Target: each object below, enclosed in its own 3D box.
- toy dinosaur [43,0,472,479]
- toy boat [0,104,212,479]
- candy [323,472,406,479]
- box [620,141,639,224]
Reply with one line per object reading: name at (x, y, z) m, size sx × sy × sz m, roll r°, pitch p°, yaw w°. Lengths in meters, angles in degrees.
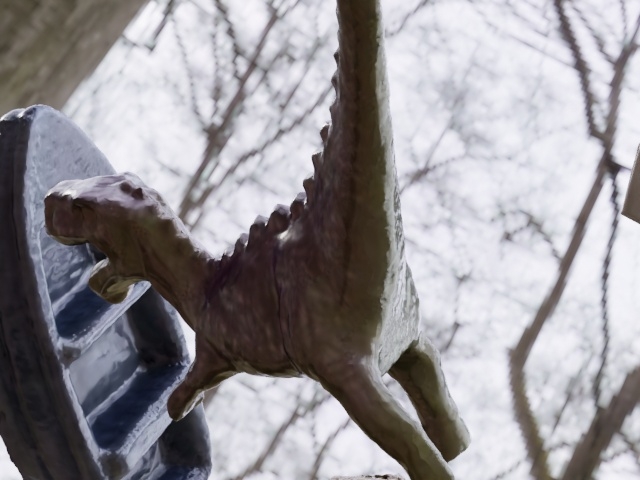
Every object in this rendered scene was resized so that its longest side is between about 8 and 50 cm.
toy dinosaur at (-0.004, 0.002, 0.579) m, size 0.200 × 0.072 × 0.251 m, roll 55°, pitch -31°, yaw 2°
toy boat at (-0.147, 0.050, 1.017) m, size 0.078 × 0.127 × 0.283 m, roll -2°, pitch -63°, yaw 32°
candy at (0.045, 0.278, 1.694) m, size 0.110 × 0.095 × 0.085 m, roll -13°, pitch -68°, yaw 23°
box at (0.402, 0.010, 1.190) m, size 0.343 × 0.200 × 0.065 m, roll 34°, pitch -60°, yaw 49°
